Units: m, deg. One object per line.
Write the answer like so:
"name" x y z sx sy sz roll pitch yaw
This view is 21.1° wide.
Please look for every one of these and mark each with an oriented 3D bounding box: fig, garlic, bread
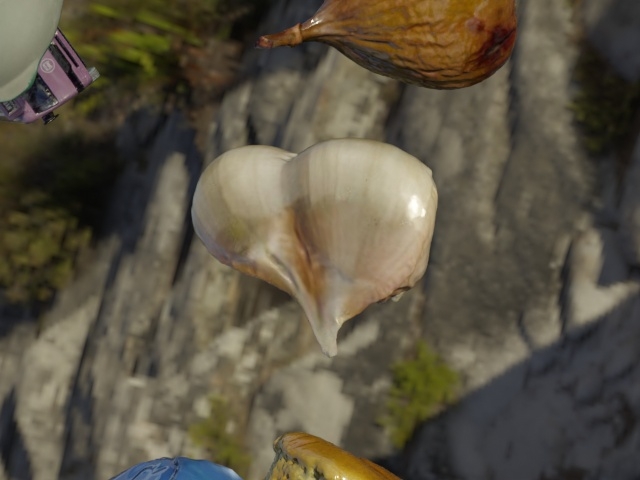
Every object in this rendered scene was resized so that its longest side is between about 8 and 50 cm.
"fig" 0.041 -0.158 1.222 0.146 0.201 0.134 66 166 -18
"garlic" -0.004 -0.006 1.068 0.174 0.099 0.124 7 115 25
"bread" 0.050 0.282 1.649 0.121 0.245 0.174 -57 20 0

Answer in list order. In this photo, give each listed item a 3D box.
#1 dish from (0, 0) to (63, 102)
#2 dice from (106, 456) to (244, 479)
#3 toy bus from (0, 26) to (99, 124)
"dish" -0.294 -0.212 1.266 0.224 0.246 0.078 -38 1 -14
"dice" -0.089 0.208 0.902 0.146 0.146 0.143 -33 11 31
"toy bus" -0.280 -0.157 1.608 0.098 0.087 0.178 -39 18 -15
